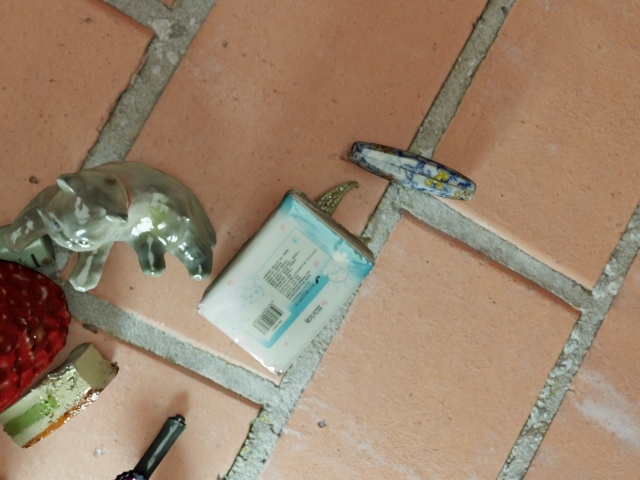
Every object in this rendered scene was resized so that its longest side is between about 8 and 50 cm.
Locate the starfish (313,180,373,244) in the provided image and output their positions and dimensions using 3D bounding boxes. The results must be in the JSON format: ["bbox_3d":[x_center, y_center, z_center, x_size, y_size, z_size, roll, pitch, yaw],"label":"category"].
[{"bbox_3d":[0.001,0.001,1.348,0.247,0.050,0.138,-37,101,-5],"label":"starfish"}]

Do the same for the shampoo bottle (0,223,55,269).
[{"bbox_3d":[-0.584,0.036,1.205,0.263,0.085,0.085,-18,96,-11],"label":"shampoo bottle"}]

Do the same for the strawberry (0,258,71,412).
[{"bbox_3d":[-0.534,0.158,1.103,0.345,0.295,0.317,-3,100,-48],"label":"strawberry"}]

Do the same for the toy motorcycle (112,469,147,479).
[{"bbox_3d":[-0.316,0.503,1.281,0.122,0.080,0.215,-39,114,-15],"label":"toy motorcycle"}]

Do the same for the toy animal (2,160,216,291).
[{"bbox_3d":[-0.300,-0.033,1.187,0.308,0.188,0.266,37,49,-9],"label":"toy animal"}]

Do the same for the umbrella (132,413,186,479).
[{"bbox_3d":[-0.290,0.372,1.308,0.036,0.031,0.133,40,82,-36],"label":"umbrella"}]

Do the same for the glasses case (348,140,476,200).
[{"bbox_3d":[0.173,-0.130,1.358,0.248,0.087,0.065,18,101,-13],"label":"glasses case"}]

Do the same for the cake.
[{"bbox_3d":[-0.449,0.262,1.267,0.220,0.116,0.086,-37,98,25],"label":"cake"}]

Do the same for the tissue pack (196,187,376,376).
[{"bbox_3d":[-0.058,0.069,1.266,0.201,0.124,0.271,40,99,-2],"label":"tissue pack"}]
